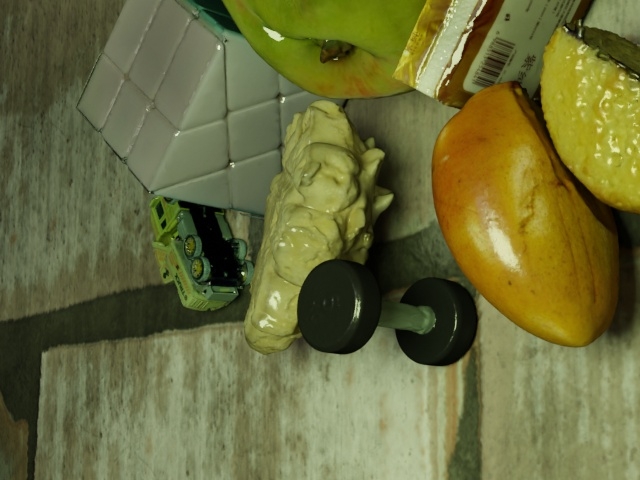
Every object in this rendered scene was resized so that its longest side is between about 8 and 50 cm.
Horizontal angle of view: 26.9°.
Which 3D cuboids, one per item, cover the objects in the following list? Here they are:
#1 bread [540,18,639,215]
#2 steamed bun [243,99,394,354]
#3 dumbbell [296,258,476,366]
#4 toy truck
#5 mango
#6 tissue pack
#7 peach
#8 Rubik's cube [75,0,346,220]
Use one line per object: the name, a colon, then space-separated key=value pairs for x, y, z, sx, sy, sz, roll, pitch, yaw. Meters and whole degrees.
bread: x=0.310 y=-0.092 z=1.254 sx=0.260 sy=0.160 sz=0.147 roll=45 pitch=121 yaw=36
steamed bun: x=0.000 y=0.000 z=1.551 sx=0.292 sy=0.137 sz=0.295 roll=115 pitch=165 yaw=-45
dumbbell: x=0.074 y=0.080 z=1.442 sx=0.100 sy=0.191 sz=0.100 roll=-11 pitch=74 yaw=44
toy truck: x=-0.171 y=0.014 z=1.803 sx=0.116 sy=0.085 sz=0.191 roll=-47 pitch=53 yaw=36
mango: x=0.204 y=-0.011 z=1.312 sx=0.138 sy=0.187 sz=0.257 roll=-39 pitch=44 yaw=37
tissue pack: x=0.197 y=-0.240 z=1.384 sx=0.092 sy=0.183 sz=0.226 roll=33 pitch=106 yaw=37
peach: x=0.045 y=-0.326 z=1.481 sx=0.315 sy=0.314 sz=0.281 roll=-62 pitch=15 yaw=-16
Rubik's cube: x=-0.133 y=-0.185 z=1.696 sx=0.224 sy=0.231 sz=0.221 roll=46 pitch=115 yaw=44
